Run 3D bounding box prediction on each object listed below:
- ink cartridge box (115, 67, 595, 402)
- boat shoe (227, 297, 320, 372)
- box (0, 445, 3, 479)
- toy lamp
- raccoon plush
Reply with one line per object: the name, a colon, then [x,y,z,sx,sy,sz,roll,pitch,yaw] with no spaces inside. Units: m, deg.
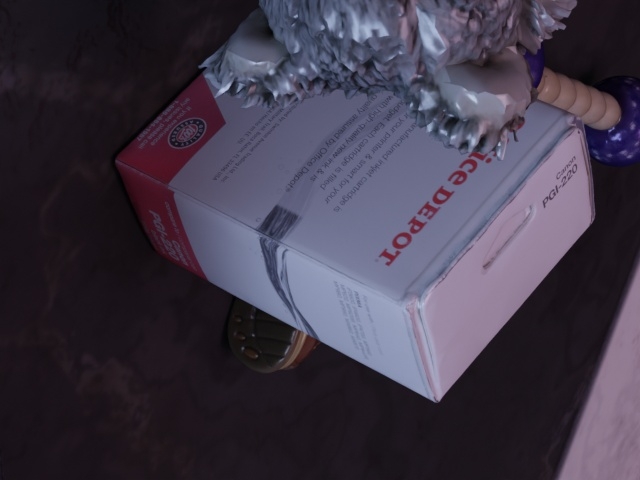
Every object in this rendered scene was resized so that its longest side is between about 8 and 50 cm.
ink cartridge box: [0.022,-0.029,1.092,0.158,0.218,0.092,-47,143,-24]
boat shoe: [0.000,0.001,1.227,0.060,0.064,0.178,2,116,-59]
box: [-0.273,0.218,0.912,0.295,0.073,0.293,-42,159,-30]
toy lamp: [0.153,-0.108,1.351,0.275,0.080,0.080,15,99,-58]
raccoon plush: [0.118,-0.147,1.075,0.446,0.216,0.299,31,69,-51]
